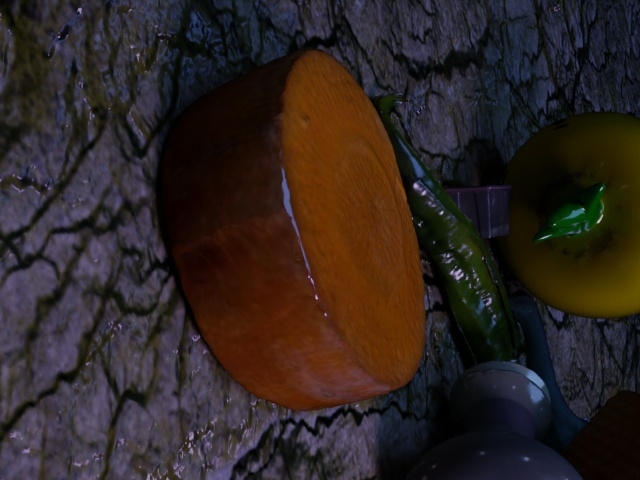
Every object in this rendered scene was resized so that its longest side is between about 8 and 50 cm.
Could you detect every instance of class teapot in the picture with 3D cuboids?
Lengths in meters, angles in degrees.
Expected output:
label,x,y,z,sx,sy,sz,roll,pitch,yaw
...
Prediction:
label,x,y,z,sx,sy,sz,roll,pitch,yaw
teapot,0.169,0.222,1.004,0.251,0.183,0.183,-68,140,-62

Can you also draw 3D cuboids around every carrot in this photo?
label,x,y,z,sx,sy,sz,roll,pitch,yaw
carrot,0.000,0.000,0.818,0.307,0.100,0.258,48,42,-50

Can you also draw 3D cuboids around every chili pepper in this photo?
label,x,y,z,sx,sy,sz,roll,pitch,yaw
chili pepper,0.140,0.005,1.118,0.085,0.076,0.359,-45,125,-28

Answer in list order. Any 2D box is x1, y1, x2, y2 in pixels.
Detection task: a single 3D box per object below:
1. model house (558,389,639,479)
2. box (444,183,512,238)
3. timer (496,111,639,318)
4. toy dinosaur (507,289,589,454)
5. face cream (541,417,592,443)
label,x,y,z,sx,sy,sz,roll,pitch,yaw
model house,0.351,0.284,1.016,0.202,0.237,0.237,141,-34,-86
box,0.185,-0.034,1.225,0.084,0.060,0.063,-5,94,-63
timer,0.327,-0.030,1.271,0.285,0.285,0.285,30,56,-57
toy dinosaur,0.376,0.247,1.257,0.383,0.129,0.331,21,53,-10
face cream,0.304,0.351,1.273,0.096,0.154,0.274,131,-38,-72
